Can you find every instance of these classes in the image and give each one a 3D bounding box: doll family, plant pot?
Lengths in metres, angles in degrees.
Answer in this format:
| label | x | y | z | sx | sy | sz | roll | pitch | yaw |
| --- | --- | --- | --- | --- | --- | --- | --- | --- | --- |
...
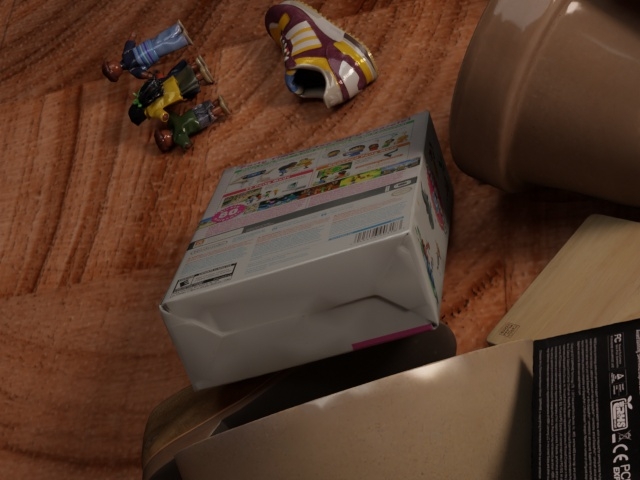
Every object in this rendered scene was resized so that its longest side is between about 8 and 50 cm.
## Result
| label | x | y | z | sx | sy | sz | roll | pitch | yaw |
| --- | --- | --- | --- | --- | --- | --- | --- | --- | --- |
| doll family | -0.185 | -0.179 | 1.621 | 0.111 | 0.076 | 0.193 | -31 | 39 | 4 |
| plant pot | 0.278 | -0.129 | 1.244 | 0.229 | 0.263 | 0.263 | 29 | 67 | 23 |
| plant pot | 0.055 | 0.207 | 1.044 | 0.284 | 0.284 | 0.190 | -20 | 81 | 9 |

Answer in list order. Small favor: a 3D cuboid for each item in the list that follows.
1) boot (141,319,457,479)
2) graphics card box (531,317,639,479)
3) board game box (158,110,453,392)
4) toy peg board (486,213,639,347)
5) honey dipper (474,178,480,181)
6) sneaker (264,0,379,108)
| label | x | y | z | sx | sy | sz | roll | pitch | yaw |
| --- | --- | --- | --- | --- | --- | --- | --- | --- | --- |
| boot | -0.028 | 0.130 | 1.244 | 0.305 | 0.112 | 0.115 | -27 | 34 | 5 |
| graphics card box | 0.315 | 0.130 | 0.853 | 0.371 | 0.094 | 0.232 | -14 | 38 | 19 |
| board game box | 0.000 | 0.000 | 1.265 | 0.224 | 0.097 | 0.303 | -15 | 22 | 14 |
| toy peg board | 0.257 | 0.071 | 1.184 | 0.161 | 0.079 | 0.161 | -47 | 31 | -18 |
| honey dipper | 0.167 | -0.125 | 1.424 | 0.031 | 0.030 | 0.160 | -12 | 45 | 17 |
| sneaker | -0.021 | -0.209 | 1.564 | 0.084 | 0.069 | 0.185 | -39 | 44 | -17 |
